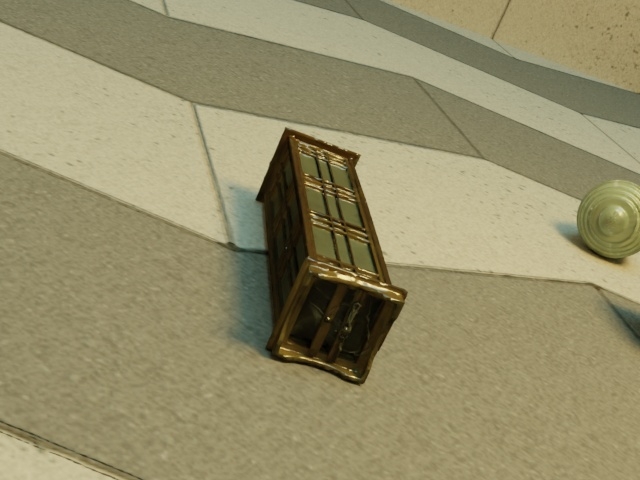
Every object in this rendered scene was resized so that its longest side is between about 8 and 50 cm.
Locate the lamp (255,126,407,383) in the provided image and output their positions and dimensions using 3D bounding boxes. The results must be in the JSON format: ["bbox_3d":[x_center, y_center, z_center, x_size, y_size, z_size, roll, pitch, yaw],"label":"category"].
[{"bbox_3d":[0.000,0.000,0.961,0.090,0.089,0.325,20,22,-13],"label":"lamp"}]

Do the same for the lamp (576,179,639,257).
[{"bbox_3d":[0.415,-0.029,1.460,0.106,0.106,0.193,31,12,19],"label":"lamp"}]
